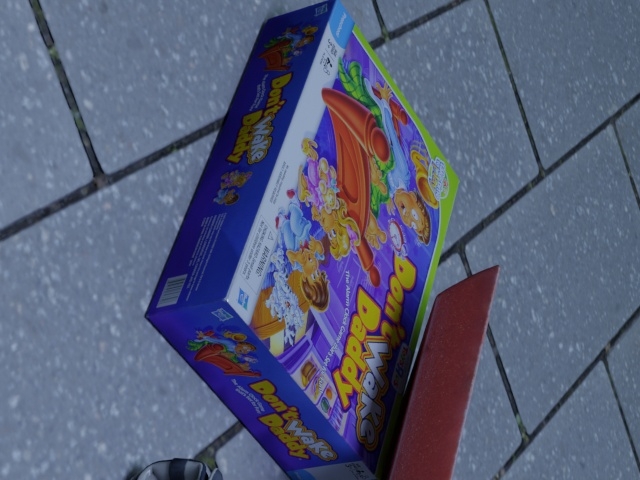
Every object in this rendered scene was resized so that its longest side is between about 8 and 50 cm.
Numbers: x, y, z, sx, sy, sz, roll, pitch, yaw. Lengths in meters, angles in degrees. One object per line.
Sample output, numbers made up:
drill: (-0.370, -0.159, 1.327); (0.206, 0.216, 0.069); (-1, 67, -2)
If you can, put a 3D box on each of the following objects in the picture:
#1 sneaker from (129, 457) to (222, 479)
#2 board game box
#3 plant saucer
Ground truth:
sneaker: (-0.058, 0.221, 1.229); (0.226, 0.086, 0.163); (-28, 105, -56)
board game box: (0.000, 0.000, 1.411); (0.233, 0.078, 0.347); (52, 39, -34)
plant saucer: (0.078, 0.184, 1.384); (0.258, 0.047, 0.259); (103, 3, -50)
